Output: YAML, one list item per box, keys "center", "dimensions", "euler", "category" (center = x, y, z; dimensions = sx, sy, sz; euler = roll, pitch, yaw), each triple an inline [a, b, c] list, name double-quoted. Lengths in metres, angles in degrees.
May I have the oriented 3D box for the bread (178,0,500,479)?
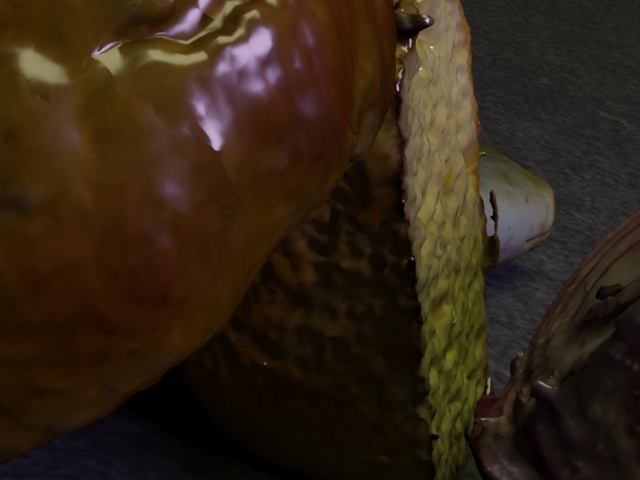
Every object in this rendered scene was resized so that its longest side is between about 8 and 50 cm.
- center: [0.000, 0.000, 0.834]
  dimensions: [0.139, 0.229, 0.143]
  euler: [-1, 27, 10]
  category: "bread"

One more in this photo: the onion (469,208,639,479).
- center: [0.208, 0.079, 0.769]
  dimensions: [0.272, 0.256, 0.230]
  euler: [-16, -5, 18]
  category: "onion"

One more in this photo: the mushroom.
- center: [0.018, -0.019, 1.075]
  dimensions: [0.100, 0.081, 0.312]
  euler: [36, 21, 30]
  category: "mushroom"

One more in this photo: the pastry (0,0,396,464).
- center: [-0.129, -0.055, 0.690]
  dimensions: [0.164, 0.356, 0.356]
  euler: [57, 1, -30]
  category: "pastry"
